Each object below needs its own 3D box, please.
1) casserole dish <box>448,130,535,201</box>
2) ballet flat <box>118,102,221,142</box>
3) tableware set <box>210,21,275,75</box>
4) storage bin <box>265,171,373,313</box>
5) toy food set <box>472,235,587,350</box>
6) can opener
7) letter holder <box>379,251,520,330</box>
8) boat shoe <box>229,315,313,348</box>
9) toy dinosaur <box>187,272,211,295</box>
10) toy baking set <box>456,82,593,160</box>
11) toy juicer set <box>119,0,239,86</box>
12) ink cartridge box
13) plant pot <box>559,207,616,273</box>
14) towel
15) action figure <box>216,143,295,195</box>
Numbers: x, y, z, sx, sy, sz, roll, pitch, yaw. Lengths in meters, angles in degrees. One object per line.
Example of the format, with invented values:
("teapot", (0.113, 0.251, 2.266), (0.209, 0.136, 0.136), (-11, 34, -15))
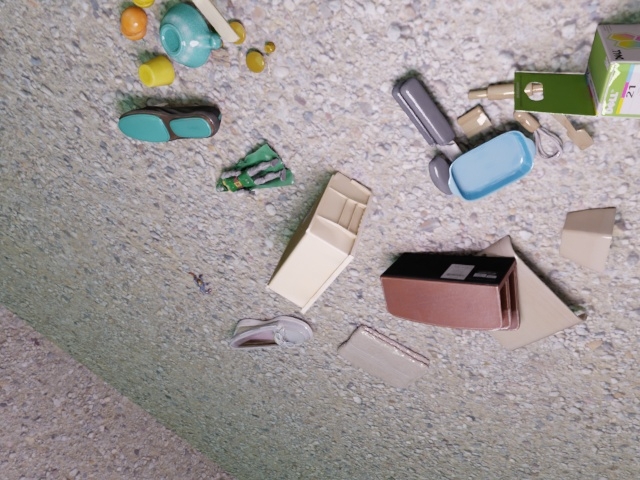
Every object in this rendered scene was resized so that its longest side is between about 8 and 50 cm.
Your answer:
("casserole dish", (0.360, -0.161, 1.004), (0.188, 0.037, 0.114), (-28, 114, 13))
("ballet flat", (-0.375, -0.303, 1.201), (0.280, 0.096, 0.095), (6, 135, 16))
("tableware set", (-0.176, -0.437, 1.059), (0.154, 0.024, 0.104), (16, 130, 10))
("storage bin", (0.000, 0.000, 1.201), (0.123, 0.260, 0.262), (30, 134, -7))
("toy food set", (0.515, 0.149, 1.256), (0.306, 0.092, 0.219), (43, 132, -6))
("can opener", (0.247, -0.222, 1.022), (0.280, 0.093, 0.074), (51, 168, -21))
("letter holder", (0.334, 0.163, 1.207), (0.301, 0.152, 0.215), (2, 114, 37))
("boat shoe", (-0.177, 0.343, 1.680), (0.320, 0.103, 0.118), (-3, 128, 25))
("toy dinosaur", (-0.421, 0.154, 1.674), (0.090, 0.047, 0.082), (39, 153, 34))
("toy baking set", (0.422, -0.243, 0.983), (0.256, 0.030, 0.197), (-2, 134, 31))
("toy juicer set", (-0.316, -0.485, 1.035), (0.329, 0.089, 0.209), (-9, 112, 38))
("ink cartridge box", (0.474, -0.293, 0.804), (0.255, 0.189, 0.097), (7, 132, 16))
("plant pot", (0.602, -0.007, 1.066), (0.096, 0.109, 0.109), (11, 134, 29))
("towel", (0.216, 0.402, 1.613), (0.282, 0.049, 0.187), (30, 132, -4))
("action figure", (-0.198, -0.169, 1.276), (0.232, 0.063, 0.137), (-12, 127, 34))
